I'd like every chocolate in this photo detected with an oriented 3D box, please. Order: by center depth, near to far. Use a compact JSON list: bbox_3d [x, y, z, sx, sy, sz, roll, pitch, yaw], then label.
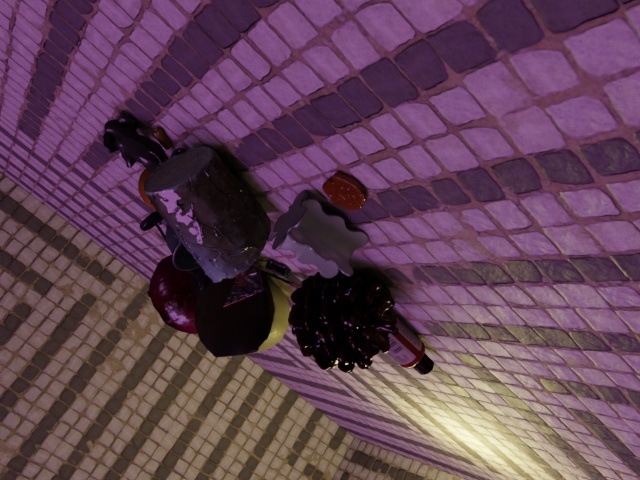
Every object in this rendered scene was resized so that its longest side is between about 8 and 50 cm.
[{"bbox_3d":[-0.252,0.259,2.148,0.326,0.314,0.297,-16,164,30],"label":"chocolate"}]

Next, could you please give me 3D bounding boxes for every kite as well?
[{"bbox_3d":[-0.264,0.138,2.009,0.189,0.232,0.009,25,-178,32],"label":"kite"}]

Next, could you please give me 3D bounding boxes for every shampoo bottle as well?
[{"bbox_3d":[0.252,0.323,1.834,0.278,0.104,0.104,44,156,-24],"label":"shampoo bottle"}]

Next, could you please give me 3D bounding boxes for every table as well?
[{"bbox_3d":[0.000,0.000,1.453,0.198,0.167,0.166,33,160,-21],"label":"table"}]

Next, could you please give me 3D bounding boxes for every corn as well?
[{"bbox_3d":[-0.435,-0.281,1.615,0.028,0.027,0.083,41,166,28],"label":"corn"}]

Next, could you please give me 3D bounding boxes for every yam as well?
[{"bbox_3d":[-0.294,-0.072,1.574,0.241,0.241,0.348,13,147,41],"label":"yam"}]

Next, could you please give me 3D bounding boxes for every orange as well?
[{"bbox_3d":[-0.467,-0.160,1.767,0.134,0.155,0.155,-33,120,21],"label":"orange"}]

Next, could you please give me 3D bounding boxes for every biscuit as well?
[{"bbox_3d":[0.055,-0.107,1.314,0.102,0.019,0.130,34,158,-3],"label":"biscuit"}]

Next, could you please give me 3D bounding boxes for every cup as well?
[{"bbox_3d":[-0.465,-0.015,2.050,0.150,0.199,0.199,42,164,28],"label":"cup"}]

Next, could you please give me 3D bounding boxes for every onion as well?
[{"bbox_3d":[-0.491,0.172,2.341,0.347,0.348,0.385,37,123,-10],"label":"onion"}]

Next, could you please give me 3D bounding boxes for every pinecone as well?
[{"bbox_3d":[0.069,0.211,1.616,0.295,0.298,0.242,5,152,25],"label":"pinecone"}]

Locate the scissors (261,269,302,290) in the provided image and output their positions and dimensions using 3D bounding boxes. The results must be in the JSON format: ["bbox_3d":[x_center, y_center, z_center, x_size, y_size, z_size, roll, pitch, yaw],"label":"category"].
[{"bbox_3d":[-0.084,0.148,1.970,0.317,0.024,0.160,19,-179,35],"label":"scissors"}]

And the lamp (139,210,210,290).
[{"bbox_3d":[-0.543,0.041,2.137,0.108,0.130,0.371,13,-139,-59],"label":"lamp"}]

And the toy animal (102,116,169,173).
[{"bbox_3d":[-0.517,-0.268,1.659,0.245,0.115,0.146,19,164,19],"label":"toy animal"}]

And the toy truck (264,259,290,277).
[{"bbox_3d":[-0.144,0.098,1.997,0.083,0.039,0.044,20,169,26],"label":"toy truck"}]

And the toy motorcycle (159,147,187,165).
[{"bbox_3d":[-0.374,-0.164,1.645,0.061,0.124,0.193,30,165,45],"label":"toy motorcycle"}]
